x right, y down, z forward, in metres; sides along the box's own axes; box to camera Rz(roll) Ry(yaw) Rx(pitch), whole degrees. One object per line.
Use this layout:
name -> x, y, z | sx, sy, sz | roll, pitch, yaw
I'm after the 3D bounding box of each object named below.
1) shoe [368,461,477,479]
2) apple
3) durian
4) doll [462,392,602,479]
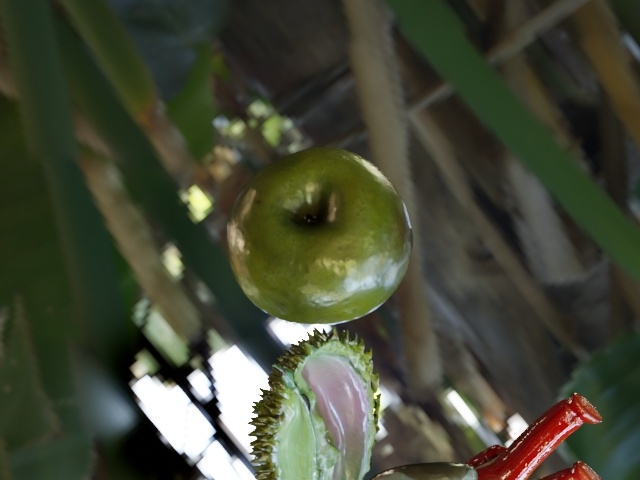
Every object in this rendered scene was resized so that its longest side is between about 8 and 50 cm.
shoe -> 0.092, 0.288, 1.621 | 0.103, 0.275, 0.098 | -7, -128, -5
apple -> 0.000, 0.000, 1.891 | 0.196, 0.196, 0.157 | -44, 151, -20
durian -> -0.014, 0.164, 1.671 | 0.095, 0.221, 0.137 | 21, -139, 27
doll -> 0.171, 0.330, 2.123 | 0.384, 0.099, 0.188 | -35, -157, 27
